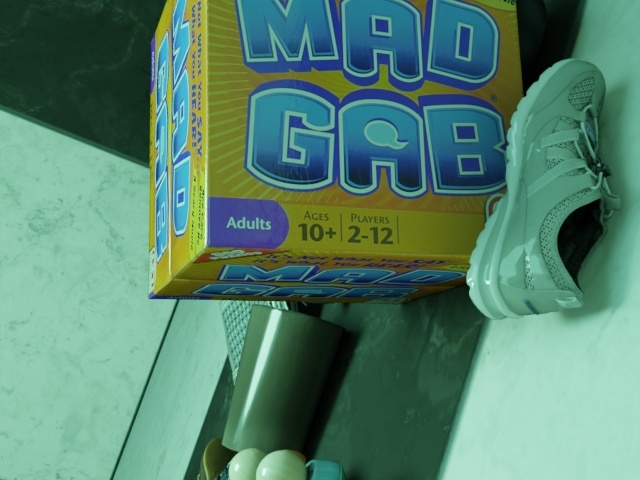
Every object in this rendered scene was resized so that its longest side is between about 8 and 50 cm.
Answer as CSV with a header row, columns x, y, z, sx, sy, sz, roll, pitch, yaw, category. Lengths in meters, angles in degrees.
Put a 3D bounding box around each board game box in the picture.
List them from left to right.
x,y,z,sx,sy,sz,roll,pitch,yaw,category
-0.003,-0.122,1.042,0.356,0.357,0.356,150,121,-68,board game box

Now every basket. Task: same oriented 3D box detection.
x,y,z,sx,sy,sz,roll,pitch,yaw,category
-0.066,0.230,1.387,0.204,0.154,0.226,164,123,-74,basket

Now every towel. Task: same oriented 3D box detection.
x,y,z,sx,sy,sz,roll,pitch,yaw,category
-0.127,0.148,1.686,0.324,0.056,0.312,-47,49,53,towel

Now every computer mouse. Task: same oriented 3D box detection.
x,y,z,sx,sy,sz,roll,pitch,yaw,category
0.238,-0.252,1.143,0.272,0.072,0.188,120,167,-79,computer mouse

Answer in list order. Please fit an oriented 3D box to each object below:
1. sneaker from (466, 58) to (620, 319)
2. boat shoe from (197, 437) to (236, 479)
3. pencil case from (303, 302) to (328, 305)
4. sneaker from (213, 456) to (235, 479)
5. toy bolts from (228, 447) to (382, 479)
x,y,z,sx,sy,sz,roll,pitch,yaw,category
0.240,-0.049,0.831,0.115,0.105,0.281,2,66,43,sneaker
-0.207,0.474,1.688,0.073,0.073,0.207,-60,16,25,boat shoe
0.000,0.000,1.536,0.306,0.120,0.133,-100,-6,-63,pencil case
-0.162,0.440,1.474,0.299,0.121,0.111,-70,15,-5,sneaker
-0.039,0.340,1.043,0.228,0.159,0.218,-46,16,54,toy bolts
